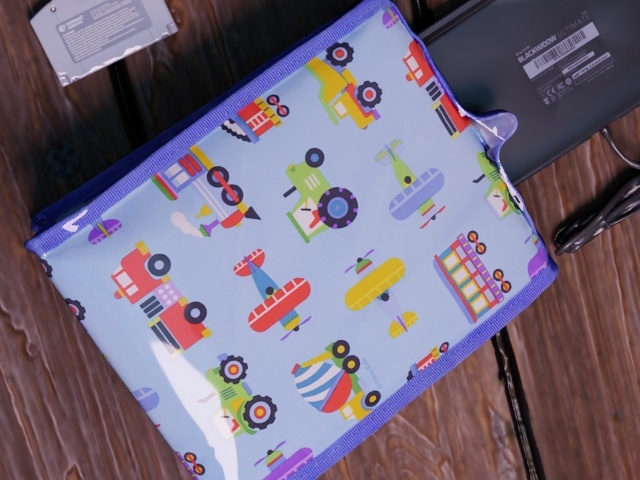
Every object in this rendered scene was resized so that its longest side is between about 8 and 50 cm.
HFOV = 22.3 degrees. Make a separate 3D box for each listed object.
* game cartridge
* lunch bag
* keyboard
[{"bbox_3d":[-0.139,-0.140,1.032,0.083,0.017,0.056,-26,106,-6],"label":"game cartridge"},{"bbox_3d":[0.000,0.000,1.014,0.293,0.138,0.221,-35,101,-3],"label":"lunch bag"},{"bbox_3d":[0.177,-0.095,1.093,0.317,0.033,0.201,-33,102,-3],"label":"keyboard"}]
